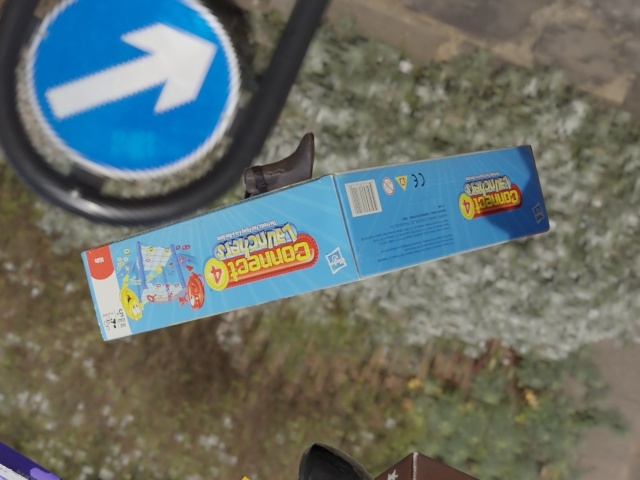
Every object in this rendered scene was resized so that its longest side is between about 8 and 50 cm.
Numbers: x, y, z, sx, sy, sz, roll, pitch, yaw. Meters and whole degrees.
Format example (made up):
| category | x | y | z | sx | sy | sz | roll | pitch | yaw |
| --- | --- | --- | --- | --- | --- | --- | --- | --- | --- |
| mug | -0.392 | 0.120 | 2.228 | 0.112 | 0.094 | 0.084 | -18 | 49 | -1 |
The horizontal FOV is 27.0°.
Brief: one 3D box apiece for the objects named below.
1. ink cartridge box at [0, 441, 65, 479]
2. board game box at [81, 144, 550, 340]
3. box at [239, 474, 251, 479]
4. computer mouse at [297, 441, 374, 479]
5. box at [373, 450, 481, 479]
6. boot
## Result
| category | x | y | z | sx | sy | sz | roll | pitch | yaw |
| --- | --- | --- | --- | --- | --- | --- | --- | --- | --- |
| ink cartridge box | -0.324 | 0.298 | 1.545 | 0.206 | 0.045 | 0.208 | 32 | 150 | -7 |
| board game box | 0.000 | 0.000 | 1.213 | 0.302 | 0.086 | 0.308 | -16 | 178 | 39 |
| box | -0.073 | 0.387 | 1.788 | 0.136 | 0.081 | 0.028 | 37 | 170 | -2 |
| computer mouse | 0.023 | 0.284 | 1.041 | 0.072 | 0.272 | 0.188 | -5 | 143 | 8 |
| box | 0.234 | 0.449 | 1.768 | 0.381 | 0.191 | 0.143 | 28 | 134 | -22 |
| boot | -0.056 | -0.088 | 1.744 | 0.087 | 0.118 | 0.042 | 1 | -150 | -12 |
